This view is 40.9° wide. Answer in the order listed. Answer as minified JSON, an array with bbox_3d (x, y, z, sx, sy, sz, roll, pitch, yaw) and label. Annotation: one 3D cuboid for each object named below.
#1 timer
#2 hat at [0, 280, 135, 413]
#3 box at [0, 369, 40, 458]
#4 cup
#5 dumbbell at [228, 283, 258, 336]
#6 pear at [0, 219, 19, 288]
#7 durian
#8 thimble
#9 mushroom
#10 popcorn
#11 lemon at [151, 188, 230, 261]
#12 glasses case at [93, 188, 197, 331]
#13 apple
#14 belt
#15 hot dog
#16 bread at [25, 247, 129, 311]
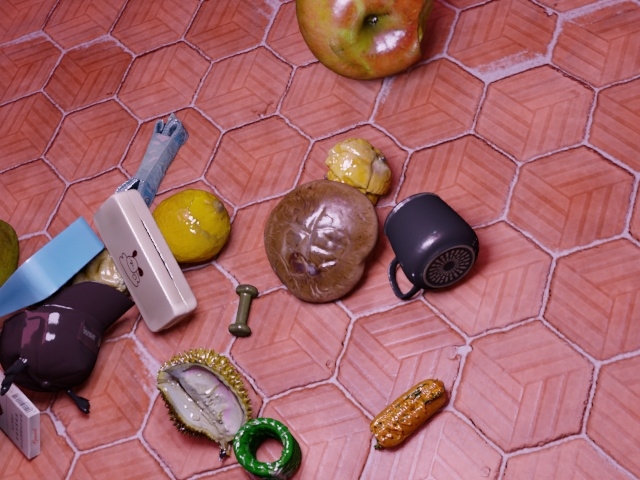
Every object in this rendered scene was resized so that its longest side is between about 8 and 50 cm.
[{"bbox_3d":[-0.635,0.067,1.927,0.250,0.091,0.232,-24,19,34],"label":"timer"},{"bbox_3d":[-0.550,0.248,1.873,0.336,0.238,0.209,-27,57,8],"label":"hat"},{"bbox_3d":[-0.709,0.368,1.931,0.245,0.139,0.035,35,40,29],"label":"box"},{"bbox_3d":[0.214,0.017,1.814,0.223,0.169,0.176,-51,49,24],"label":"cup"},{"bbox_3d":[-0.173,0.156,1.919,0.052,0.046,0.118,-5,60,22],"label":"dumbbell"},{"bbox_3d":[-0.934,0.076,2.060,0.352,0.352,0.413,25,63,29],"label":"pear"},{"bbox_3d":[-0.228,0.329,1.796,0.193,0.138,0.237,-16,99,11],"label":"durian"},{"bbox_3d":[-0.104,0.420,1.719,0.118,0.090,0.130,-38,57,-6],"label":"thimble"},{"bbox_3d":[0.000,0.000,1.881,0.278,0.146,0.278,-2,85,23],"label":"mushroom"},{"bbox_3d":[0.087,-0.153,1.947,0.148,0.167,0.152,-35,11,-37],"label":"popcorn"},{"bbox_3d":[-0.304,-0.032,1.990,0.193,0.180,0.180,-5,60,9],"label":"lemon"},{"bbox_3d":[-0.397,0.046,1.935,0.131,0.070,0.312,-34,82,45],"label":"glasses case"},{"bbox_3d":[0.107,-0.562,2.071,0.340,0.339,0.339,-8,59,14],"label":"apple"},{"bbox_3d":[-0.434,-0.189,2.185,0.087,0.072,0.302,15,67,23],"label":"belt"},{"bbox_3d":[0.170,0.339,1.695,0.188,0.055,0.072,-39,59,-7],"label":"hot dog"},{"bbox_3d":[-0.568,0.122,2.024,0.268,0.130,0.152,-29,19,0],"label":"bread"}]
